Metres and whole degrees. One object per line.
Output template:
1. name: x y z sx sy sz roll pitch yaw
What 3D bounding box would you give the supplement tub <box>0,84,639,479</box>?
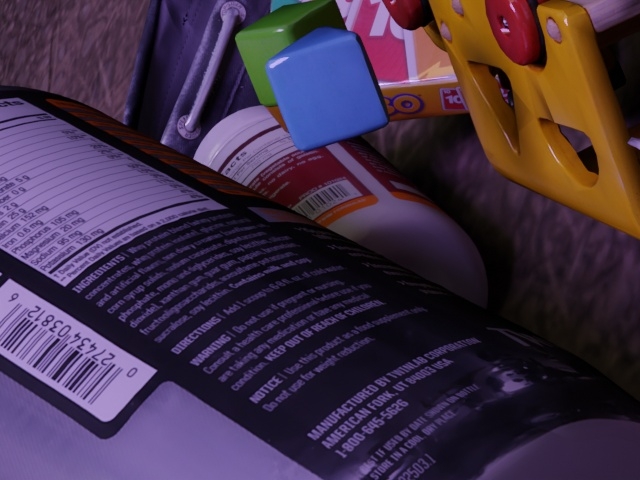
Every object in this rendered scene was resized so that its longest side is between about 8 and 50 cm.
1. supplement tub: -0.066 0.076 0.643 0.338 0.207 0.207 27 98 39

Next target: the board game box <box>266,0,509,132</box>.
1. board game box: 0.049 -0.169 0.812 0.124 0.039 0.259 -5 61 21

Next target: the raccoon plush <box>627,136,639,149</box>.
1. raccoon plush: 0.258 -0.093 0.358 0.446 0.216 0.299 -53 18 -5

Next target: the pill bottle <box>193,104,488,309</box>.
1. pill bottle: 0.000 0.000 0.803 0.086 0.086 0.152 -64 28 13

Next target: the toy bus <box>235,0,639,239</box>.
1. toy bus: 0.093 -0.059 0.652 0.191 0.104 0.202 -9 21 32

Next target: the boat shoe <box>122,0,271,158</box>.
1. boat shoe: -0.038 -0.149 0.940 0.108 0.102 0.301 -16 60 57
